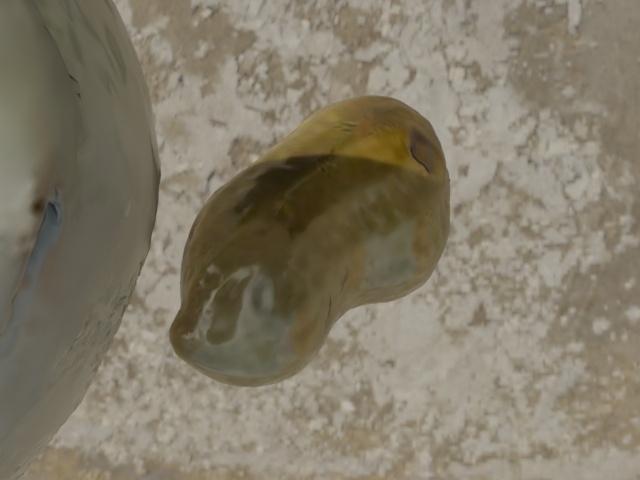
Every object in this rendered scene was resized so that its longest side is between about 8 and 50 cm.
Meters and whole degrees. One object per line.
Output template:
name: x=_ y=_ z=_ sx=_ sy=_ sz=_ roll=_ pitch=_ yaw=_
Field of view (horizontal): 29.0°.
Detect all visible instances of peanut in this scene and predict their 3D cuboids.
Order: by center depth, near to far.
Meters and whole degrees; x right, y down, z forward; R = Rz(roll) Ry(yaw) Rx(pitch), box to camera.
peanut: x=0.000 y=0.000 z=0.701 sx=0.110 sy=0.236 sz=0.120 roll=-25 pitch=106 yaw=42

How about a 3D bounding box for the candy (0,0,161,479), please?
candy: x=-0.191 y=-0.015 z=0.359 sx=0.295 sy=0.185 sz=0.295 roll=-7 pitch=109 yaw=-21
